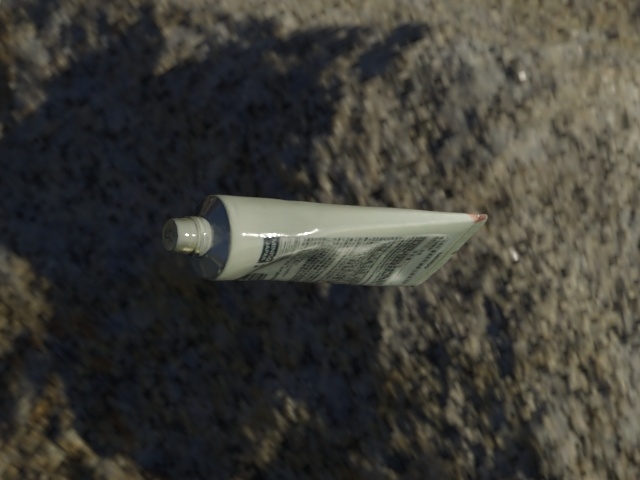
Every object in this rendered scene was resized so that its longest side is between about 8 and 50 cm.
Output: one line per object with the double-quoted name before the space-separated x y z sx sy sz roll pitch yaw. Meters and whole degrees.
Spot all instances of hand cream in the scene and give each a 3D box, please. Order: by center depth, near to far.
"hand cream" 0.000 0.000 1.748 0.124 0.341 0.077 -49 51 40
